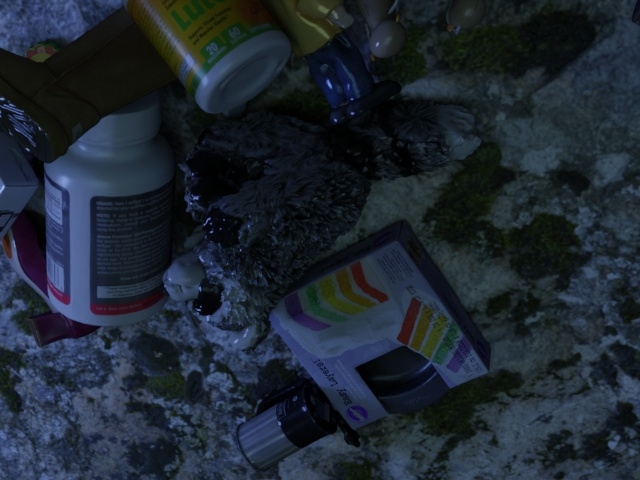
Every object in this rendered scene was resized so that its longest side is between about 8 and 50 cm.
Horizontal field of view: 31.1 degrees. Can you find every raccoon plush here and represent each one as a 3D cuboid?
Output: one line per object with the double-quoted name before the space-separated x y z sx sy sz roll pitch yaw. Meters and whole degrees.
"raccoon plush" 0.000 0.000 1.557 0.446 0.216 0.299 -3 137 4

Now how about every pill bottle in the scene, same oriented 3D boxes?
"pill bottle" -0.289 -0.056 1.581 0.176 0.176 0.318 10 121 5
"pill bottle" -0.158 -0.289 1.409 0.136 0.136 0.246 -44 77 28

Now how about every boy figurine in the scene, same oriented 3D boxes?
"boy figurine" -0.017 -0.283 1.430 0.092 0.177 0.285 -33 97 -20

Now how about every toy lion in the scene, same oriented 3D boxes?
"toy lion" -0.380 -0.222 1.591 0.096 0.034 0.100 -26 112 15

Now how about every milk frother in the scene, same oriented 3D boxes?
"milk frother" -0.029 0.298 1.760 0.134 0.129 0.143 -32 103 21

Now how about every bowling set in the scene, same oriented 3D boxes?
"bowling set" 0.182 -0.327 1.315 0.200 0.154 0.287 12 133 -24

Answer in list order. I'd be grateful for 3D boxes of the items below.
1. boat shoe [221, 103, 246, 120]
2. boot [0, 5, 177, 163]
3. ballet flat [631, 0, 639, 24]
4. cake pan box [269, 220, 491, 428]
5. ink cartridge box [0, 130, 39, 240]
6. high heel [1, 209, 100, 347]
"boat shoe" -0.120 -0.229 1.526 0.040 0.049 0.142 32 125 35
"boot" -0.316 -0.234 1.450 0.236 0.269 0.089 41 144 7
"ballet flat" 0.450 -0.350 1.331 0.058 0.084 0.250 30 115 -5
"cake pan box" 0.085 0.133 1.681 0.245 0.070 0.267 -25 112 25
"ink cartridge box" -0.482 -0.070 1.648 0.150 0.063 0.109 -48 65 29
"high heel" -0.403 0.035 1.734 0.117 0.082 0.244 -20 99 -25
